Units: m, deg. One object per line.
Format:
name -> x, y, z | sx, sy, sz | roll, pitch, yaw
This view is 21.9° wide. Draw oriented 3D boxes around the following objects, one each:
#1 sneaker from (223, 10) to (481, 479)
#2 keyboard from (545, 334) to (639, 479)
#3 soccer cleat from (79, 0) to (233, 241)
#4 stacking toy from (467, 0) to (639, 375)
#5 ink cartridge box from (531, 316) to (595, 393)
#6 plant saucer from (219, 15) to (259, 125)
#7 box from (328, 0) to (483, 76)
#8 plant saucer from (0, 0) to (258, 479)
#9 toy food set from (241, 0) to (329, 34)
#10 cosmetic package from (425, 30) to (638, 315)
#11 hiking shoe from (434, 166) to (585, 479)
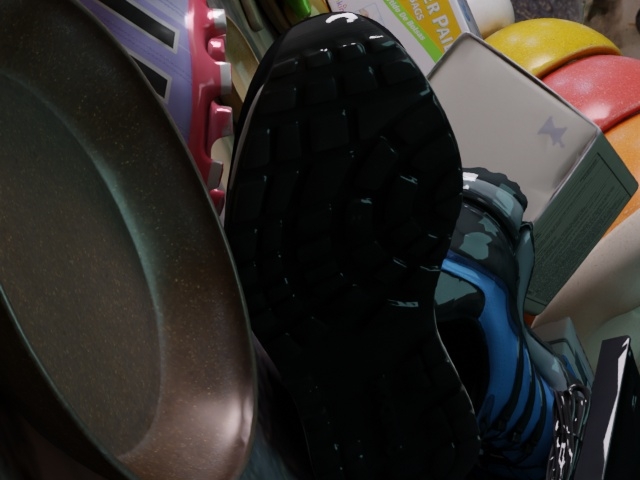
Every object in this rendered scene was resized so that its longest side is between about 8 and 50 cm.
sneaker -> 0.000, 0.000, 0.776 | 0.124, 0.107, 0.283 | -115, -167, -46
keyboard -> 0.162, 0.194, 1.040 | 0.201, 0.033, 0.317 | 65, 33, -42
soccer cleat -> -0.087, -0.109, 0.726 | 0.083, 0.095, 0.248 | 102, -14, -77
stacking toy -> 0.256, -0.119, 1.755 | 0.480, 0.351, 0.350 | 56, 7, 26
ink cartridge box -> 0.197, 0.157, 1.393 | 0.139, 0.082, 0.190 | 66, 14, -6
plant saucer -> -0.048, -0.092, 0.965 | 0.083, 0.015, 0.083 | 60, 14, -26
box -> 0.076, -0.191, 1.447 | 0.114, 0.103, 0.203 | -8, 75, -77
plant saucer -> -0.084, 0.003, 0.581 | 0.198, 0.036, 0.198 | 55, 21, -34
toy food set -> -0.024, -0.195, 1.185 | 0.132, 0.039, 0.192 | 69, 13, 7
cosmetic package -> 0.143, -0.042, 1.286 | 0.129, 0.153, 0.296 | 40, 4, 15
hiking shoe -> 0.097, 0.101, 1.098 | 0.132, 0.113, 0.304 | -53, 131, -41
